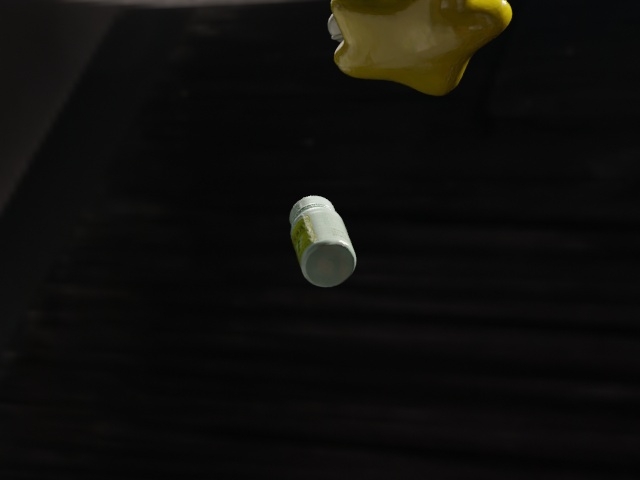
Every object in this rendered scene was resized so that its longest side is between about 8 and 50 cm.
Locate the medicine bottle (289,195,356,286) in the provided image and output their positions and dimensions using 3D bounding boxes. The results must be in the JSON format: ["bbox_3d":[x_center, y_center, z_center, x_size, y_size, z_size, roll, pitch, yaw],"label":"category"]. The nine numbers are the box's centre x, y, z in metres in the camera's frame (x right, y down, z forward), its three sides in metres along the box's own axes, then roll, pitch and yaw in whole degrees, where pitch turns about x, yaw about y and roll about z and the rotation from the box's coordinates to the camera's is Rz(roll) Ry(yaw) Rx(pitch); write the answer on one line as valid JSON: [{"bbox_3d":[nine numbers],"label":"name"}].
[{"bbox_3d":[0.000,0.000,1.622,0.083,0.047,0.047,-111,-179,-57],"label":"medicine bottle"}]

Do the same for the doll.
[{"bbox_3d":[0.068,-0.125,1.009,0.113,0.135,0.071,-103,167,-69],"label":"doll"}]
